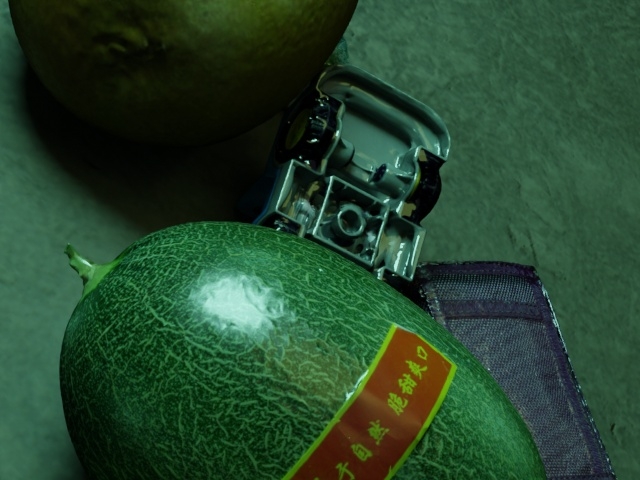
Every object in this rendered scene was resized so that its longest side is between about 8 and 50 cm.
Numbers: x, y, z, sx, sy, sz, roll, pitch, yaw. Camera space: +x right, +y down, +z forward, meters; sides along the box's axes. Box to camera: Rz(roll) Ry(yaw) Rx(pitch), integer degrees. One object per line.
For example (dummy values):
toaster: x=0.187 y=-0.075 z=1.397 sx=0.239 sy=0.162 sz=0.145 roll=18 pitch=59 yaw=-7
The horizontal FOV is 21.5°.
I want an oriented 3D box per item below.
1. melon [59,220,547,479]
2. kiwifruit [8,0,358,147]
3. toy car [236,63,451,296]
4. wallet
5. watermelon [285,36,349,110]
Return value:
melon: x=-0.015 y=0.096 z=0.838 sx=0.287 sy=0.182 sz=0.182 roll=37 pitch=43 yaw=-6
kiwifruit: x=-0.072 y=-0.165 z=0.985 sx=0.196 sy=0.196 sz=0.234 roll=34 pitch=41 yaw=-14
toy car: x=0.000 y=0.000 z=0.996 sx=0.097 sy=0.100 sz=0.191 roll=28 pitch=65 yaw=-21
wallet: x=0.120 y=0.088 z=1.066 sx=0.111 sy=0.030 sz=0.166 roll=4 pitch=57 yaw=-38
watermelon: x=-0.014 y=-0.110 z=1.107 sx=0.085 sy=0.085 sz=0.061 roll=-20 pitch=113 yaw=-46
